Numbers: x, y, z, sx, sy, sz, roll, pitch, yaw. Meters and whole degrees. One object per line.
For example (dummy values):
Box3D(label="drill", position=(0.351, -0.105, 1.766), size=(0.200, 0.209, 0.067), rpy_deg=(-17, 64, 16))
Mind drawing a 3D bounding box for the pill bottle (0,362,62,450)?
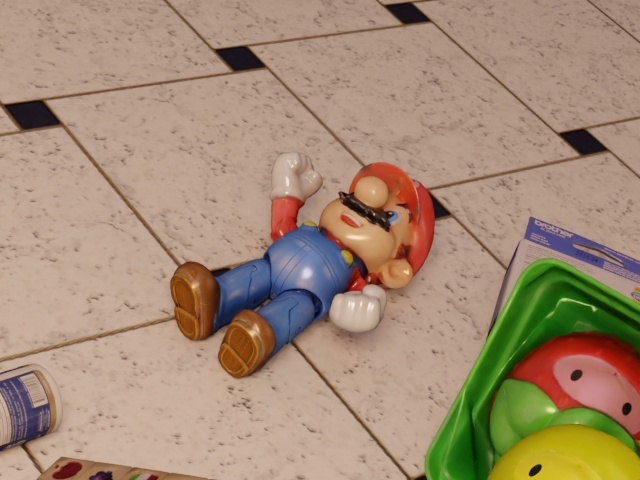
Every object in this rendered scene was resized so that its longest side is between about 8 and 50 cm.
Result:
Box3D(label="pill bottle", position=(-0.293, 0.154, 1.427), size=(0.120, 0.067, 0.067), rpy_deg=(-16, 48, -39))

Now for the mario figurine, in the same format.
Box3D(label="mario figurine", position=(0.000, 0.000, 1.675), size=(0.320, 0.170, 0.198), rpy_deg=(-32, 94, -39))

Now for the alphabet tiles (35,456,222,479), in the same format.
Box3D(label="alphabet tiles", position=(-0.200, 0.250, 1.314), size=(0.198, 0.009, 0.237), rpy_deg=(4, 27, 29))

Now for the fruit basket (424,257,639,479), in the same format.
Box3D(label="fruit basket", position=(0.259, 0.207, 1.398), size=(0.392, 0.283, 0.392), rpy_deg=(27, 6, -3))

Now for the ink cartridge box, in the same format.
Box3D(label="ink cartridge box", position=(0.278, 0.104, 1.767), size=(0.186, 0.065, 0.311), rpy_deg=(21, 38, 3))
